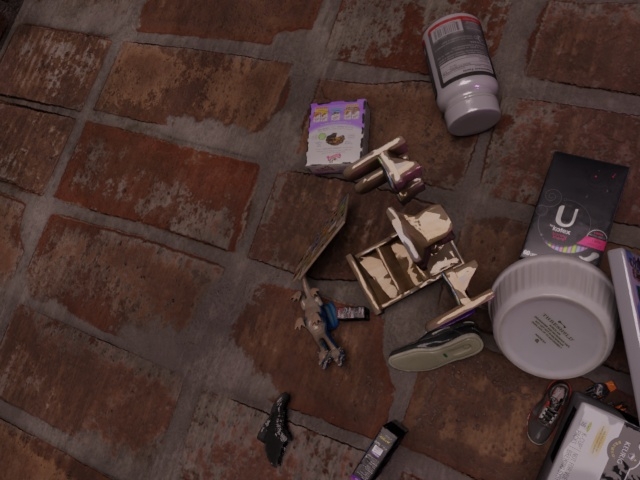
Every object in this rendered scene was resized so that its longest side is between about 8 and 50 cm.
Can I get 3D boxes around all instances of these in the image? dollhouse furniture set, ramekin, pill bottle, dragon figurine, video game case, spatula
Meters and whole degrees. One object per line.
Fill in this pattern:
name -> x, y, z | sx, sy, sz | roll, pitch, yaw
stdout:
dollhouse furniture set -> 0.176, 0.032, 1.220 | 0.256, 0.394, 0.362 | -30, 76, 9
ramekin -> 0.492, 0.173, 1.155 | 0.272, 0.127, 0.273 | 11, 121, 19
pill bottle -> 0.372, -0.430, 1.420 | 0.161, 0.161, 0.283 | -14, 72, 14
dragon figurine -> -0.008, 0.193, 1.413 | 0.085, 0.144, 0.289 | -23, 50, 13
video game case -> 0.670, 0.197, 1.085 | 0.036, 0.300, 0.329 | -17, 68, 43
spatula -> 0.427, 0.157, 1.299 | 0.296, 0.084, 0.030 | -12, 102, 8

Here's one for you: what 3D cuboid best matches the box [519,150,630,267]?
box -> 0.579, -0.045, 1.254 | 0.165, 0.143, 0.270 | 18, 81, 21

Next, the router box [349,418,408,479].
router box -> 0.138, 0.482, 1.235 | 0.046, 0.179, 0.133 | 32, 87, 21

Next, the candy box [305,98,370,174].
candy box -> 0.051, -0.292, 1.537 | 0.164, 0.070, 0.196 | 0, 75, 18

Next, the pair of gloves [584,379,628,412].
pair of gloves -> 0.631, 0.357, 1.198 | 0.074, 0.010, 0.083 | -27, 68, 10

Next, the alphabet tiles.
alphabet tiles -> 0.000, 0.000, 1.413 | 0.009, 0.198, 0.237 | 34, 114, -10

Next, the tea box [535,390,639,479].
tea box -> 0.589, 0.518, 1.038 | 0.323, 0.220, 0.329 | 25, 91, 24

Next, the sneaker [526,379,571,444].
sneaker -> 0.505, 0.378, 1.204 | 0.061, 0.065, 0.158 | 24, 84, 23

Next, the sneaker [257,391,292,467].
sneaker -> -0.100, 0.483, 1.386 | 0.089, 0.051, 0.170 | 30, 91, 23

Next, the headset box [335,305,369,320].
headset box -> 0.080, 0.190, 1.398 | 0.083, 0.062, 0.032 | -4, 74, 18

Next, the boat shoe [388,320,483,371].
boat shoe -> 0.276, 0.258, 1.319 | 0.233, 0.084, 0.079 | -22, 33, 19
